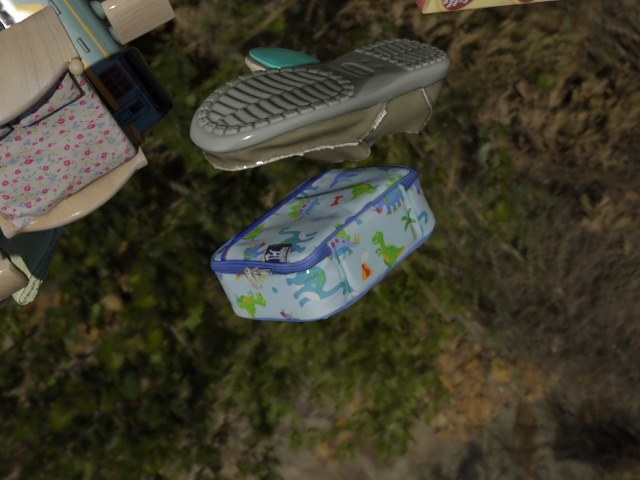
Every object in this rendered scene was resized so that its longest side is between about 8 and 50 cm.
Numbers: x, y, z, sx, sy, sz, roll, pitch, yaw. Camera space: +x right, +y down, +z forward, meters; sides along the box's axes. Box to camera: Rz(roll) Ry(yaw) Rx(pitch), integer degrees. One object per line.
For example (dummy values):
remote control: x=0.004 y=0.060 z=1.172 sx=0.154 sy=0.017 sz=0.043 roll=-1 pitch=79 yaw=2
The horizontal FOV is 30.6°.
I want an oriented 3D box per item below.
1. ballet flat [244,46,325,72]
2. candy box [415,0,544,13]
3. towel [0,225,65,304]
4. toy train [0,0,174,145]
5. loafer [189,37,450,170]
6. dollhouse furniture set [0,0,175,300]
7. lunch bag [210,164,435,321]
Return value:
ballet flat: x=-0.011 y=-0.190 z=1.465 sx=0.248 sy=0.086 sz=0.086 roll=20 pitch=139 yaw=48
candy box: x=0.203 y=-0.319 z=1.108 sx=0.183 sy=0.316 sz=0.087 roll=64 pitch=150 yaw=28
towel: x=-0.370 y=-0.002 z=1.448 sx=0.110 sy=0.027 sz=0.148 roll=48 pitch=127 yaw=22
toy train: x=-0.324 y=-0.213 z=1.375 sx=0.334 sy=0.190 sz=0.142 roll=54 pitch=177 yaw=-10
loafer: x=0.008 y=-0.095 z=0.956 sx=0.094 sy=0.251 sz=0.087 roll=34 pitch=133 yaw=43
dollhouse furniture set: x=-0.219 y=0.001 z=0.950 sx=0.174 sy=0.355 sz=0.303 roll=59 pitch=177 yaw=24
lunch bag: x=0.000 y=0.000 z=1.258 sx=0.176 sy=0.219 sz=0.090 roll=0 pitch=121 yaw=48
